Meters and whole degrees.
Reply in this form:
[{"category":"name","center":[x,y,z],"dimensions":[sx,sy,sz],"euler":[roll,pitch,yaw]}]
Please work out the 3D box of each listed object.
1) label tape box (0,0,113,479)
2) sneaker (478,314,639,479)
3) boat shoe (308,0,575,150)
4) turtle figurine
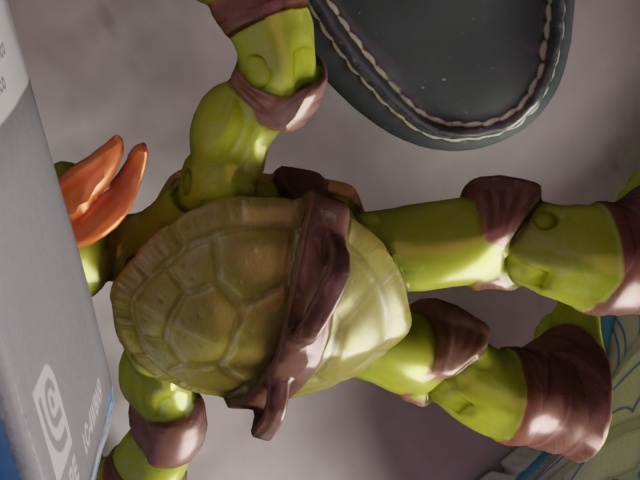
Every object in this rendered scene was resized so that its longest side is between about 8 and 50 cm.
[{"category":"label tape box","center":[-0.208,-0.076,0.350],"dimensions":[0.249,0.115,0.347],"euler":[-12,106,4]},{"category":"sneaker","center":[0.122,0.069,0.587],"dimensions":[0.071,0.083,0.190],"euler":[33,85,-24]},{"category":"boat shoe","center":[0.004,-0.152,0.453],"dimensions":[0.116,0.099,0.319],"euler":[-19,117,1]},{"category":"turtle figurine","center":[0.000,0.000,0.475],"dimensions":[0.217,0.087,0.269],"euler":[7,119,-19]}]
